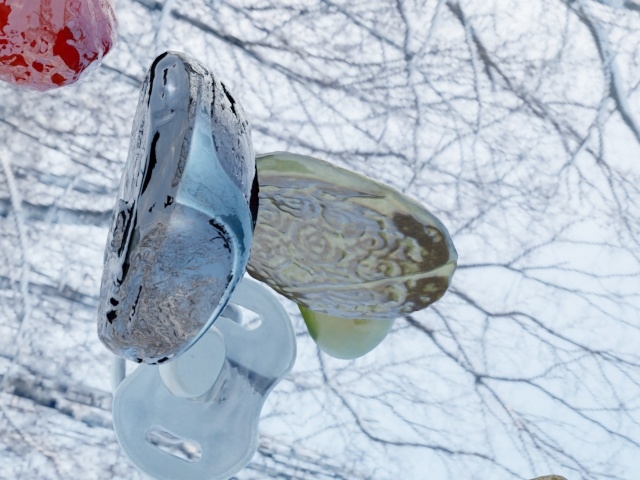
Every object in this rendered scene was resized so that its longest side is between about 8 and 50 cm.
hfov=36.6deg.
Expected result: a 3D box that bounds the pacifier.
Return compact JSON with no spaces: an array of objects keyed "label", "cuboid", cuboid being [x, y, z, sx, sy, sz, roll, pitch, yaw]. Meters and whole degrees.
[{"label":"pacifier","cuboid":[-0.161,0.158,1.185,0.207,0.227,0.279,85,28,-75]}]

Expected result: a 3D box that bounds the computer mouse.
[{"label":"computer mouse","cuboid":[-0.093,-0.016,0.660,0.137,0.096,0.233,-90,-163,-45]}]

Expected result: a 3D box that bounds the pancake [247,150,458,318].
[{"label":"pancake","cuboid":[0.000,0.001,0.890,0.250,0.250,0.031,-21,-140,48]}]

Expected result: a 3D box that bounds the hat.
[{"label":"hat","cuboid":[-0.277,-0.240,0.818,0.242,0.274,0.332,-32,-121,11]}]

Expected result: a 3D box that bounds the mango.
[{"label":"mango","cuboid":[0.032,0.047,1.133,0.137,0.237,0.091,-4,-141,22]}]

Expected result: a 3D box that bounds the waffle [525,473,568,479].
[{"label":"waffle","cuboid":[0.106,0.385,0.941,0.304,0.077,0.348,-22,-162,27]}]
